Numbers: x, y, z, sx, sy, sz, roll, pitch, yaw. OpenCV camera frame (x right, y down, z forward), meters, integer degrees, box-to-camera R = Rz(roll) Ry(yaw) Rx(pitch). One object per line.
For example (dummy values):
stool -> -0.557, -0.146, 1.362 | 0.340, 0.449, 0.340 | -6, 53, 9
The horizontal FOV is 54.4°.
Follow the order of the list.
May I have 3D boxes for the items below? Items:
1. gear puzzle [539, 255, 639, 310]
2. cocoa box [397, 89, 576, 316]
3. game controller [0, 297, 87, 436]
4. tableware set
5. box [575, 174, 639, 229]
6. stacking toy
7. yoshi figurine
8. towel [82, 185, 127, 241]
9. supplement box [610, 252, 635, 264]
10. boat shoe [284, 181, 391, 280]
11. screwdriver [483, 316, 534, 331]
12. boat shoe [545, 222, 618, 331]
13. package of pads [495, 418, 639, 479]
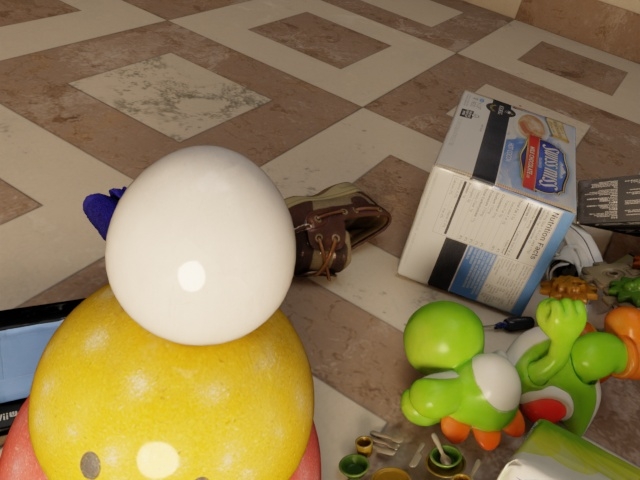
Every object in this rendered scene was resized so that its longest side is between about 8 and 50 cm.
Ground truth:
gear puzzle -> 0.511, 0.053, 0.983 | 0.339, 0.044, 0.175 | -6, 21, 0
cocoa box -> 0.308, -0.079, 1.123 | 0.228, 0.231, 0.347 | 20, 37, 9
game controller -> -0.310, 0.146, 0.767 | 0.319, 0.067, 0.166 | -8, 42, -26
tableware set -> 0.104, 0.263, 0.733 | 0.154, 0.024, 0.104 | 8, 26, 29
box -> 0.717, -0.065, 1.106 | 0.318, 0.097, 0.395 | 8, -7, -41
stacking toy -> -0.122, 0.138, 0.491 | 0.351, 0.479, 0.350 | 8, 37, -6
yoshi figurine -> 0.266, 0.146, 0.867 | 0.362, 0.203, 0.203 | -7, 25, -22
towel -> -0.162, 0.056, 0.828 | 0.308, 0.076, 0.228 | 43, 2, 32
supplement box -> 0.574, 0.078, 1.149 | 0.083, 0.056, 0.083 | -19, 48, -37
boat shoe -> 0.000, 0.000, 1.020 | 0.123, 0.123, 0.342 | 32, 34, 25
screwdriver -> 0.269, 0.142, 1.003 | 0.170, 0.024, 0.025 | -7, 70, -17
boat shoe -> 0.448, 0.051, 1.113 | 0.084, 0.095, 0.258 | 9, 35, -14
package of pads -> 0.328, 0.311, 0.634 | 0.297, 0.101, 0.229 | 25, 7, 27
